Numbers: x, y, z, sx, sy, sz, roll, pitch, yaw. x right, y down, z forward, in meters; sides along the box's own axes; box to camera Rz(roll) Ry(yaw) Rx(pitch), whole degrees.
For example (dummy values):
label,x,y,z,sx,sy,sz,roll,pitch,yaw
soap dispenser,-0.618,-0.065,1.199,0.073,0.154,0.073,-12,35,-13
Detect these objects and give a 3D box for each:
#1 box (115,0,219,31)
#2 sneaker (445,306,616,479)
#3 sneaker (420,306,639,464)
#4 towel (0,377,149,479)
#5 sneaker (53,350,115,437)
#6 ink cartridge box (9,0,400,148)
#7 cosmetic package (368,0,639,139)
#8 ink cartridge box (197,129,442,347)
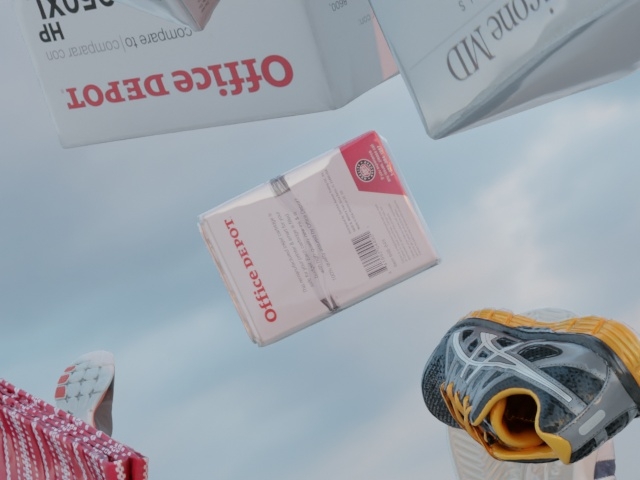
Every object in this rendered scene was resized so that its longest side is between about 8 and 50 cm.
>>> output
label,x,y,z,sx,sy,sz,roll,pitch,yaw
box,-0.127,-0.202,0.890,0.114,0.203,0.103,-59,-31,-16
sneaker,0.177,0.210,1.355,0.131,0.350,0.148,-13,-49,20
sneaker,0.114,0.094,1.075,0.083,0.084,0.215,-44,12,-24
towel,-0.212,0.214,1.318,0.031,0.198,0.275,-7,15,-37
sneaker,-0.246,0.189,1.876,0.061,0.158,0.065,-3,-41,16
ink cartridge box,-0.107,-0.284,1.296,0.285,0.394,0.166,-5,21,39
cosmetic package,0.078,-0.312,0.956,0.162,0.453,0.230,-20,-8,-28
ink cartridge box,0.000,0.000,1.916,0.218,0.158,0.092,-26,-5,7
